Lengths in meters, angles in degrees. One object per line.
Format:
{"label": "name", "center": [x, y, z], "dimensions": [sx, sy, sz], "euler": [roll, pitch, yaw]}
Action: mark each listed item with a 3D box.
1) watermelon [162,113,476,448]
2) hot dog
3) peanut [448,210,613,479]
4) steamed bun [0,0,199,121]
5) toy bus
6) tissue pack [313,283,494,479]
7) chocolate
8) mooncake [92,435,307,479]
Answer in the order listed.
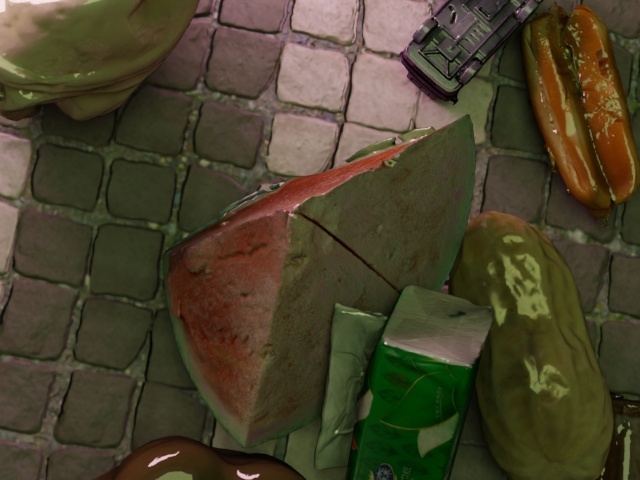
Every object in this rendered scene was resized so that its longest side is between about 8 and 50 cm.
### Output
{"label": "watermelon", "center": [-0.020, 0.005, 1.580], "dimensions": [0.292, 0.319, 0.222], "euler": [-23, 41, -37]}
{"label": "hot dog", "center": [0.297, -0.148, 1.688], "dimensions": [0.109, 0.072, 0.269], "euler": [-10, 80, -5]}
{"label": "peanut", "center": [0.224, 0.116, 1.598], "dimensions": [0.152, 0.152, 0.313], "euler": [-10, 80, -7]}
{"label": "steamed bun", "center": [-0.251, -0.238, 1.578], "dimensions": [0.280, 0.207, 0.268], "euler": [-20, 43, 10]}
{"label": "toy bus", "center": [0.171, -0.238, 1.680], "dimensions": [0.087, 0.098, 0.178], "euler": [43, 76, 1]}
{"label": "tissue pack", "center": [0.076, 0.166, 1.525], "dimensions": [0.156, 0.148, 0.209], "euler": [16, 116, 11]}
{"label": "chocolate", "center": [0.332, 0.328, 1.613], "dimensions": [0.102, 0.065, 0.329], "euler": [7, 78, -4]}
{"label": "mooncake", "center": [-0.125, 0.384, 1.491], "dimensions": [0.378, 0.201, 0.378], "euler": [1, 81, -6]}
